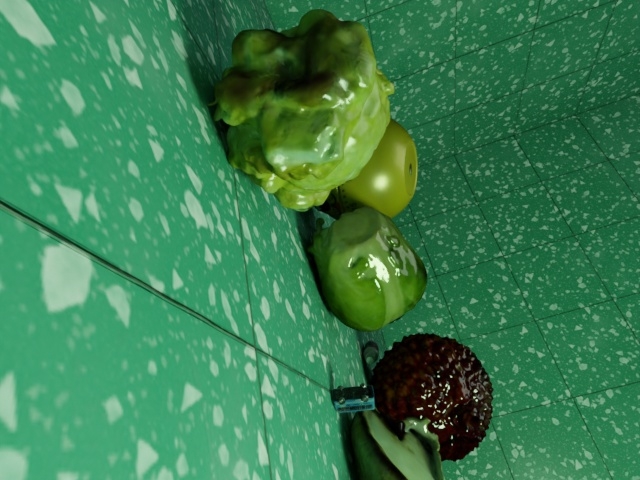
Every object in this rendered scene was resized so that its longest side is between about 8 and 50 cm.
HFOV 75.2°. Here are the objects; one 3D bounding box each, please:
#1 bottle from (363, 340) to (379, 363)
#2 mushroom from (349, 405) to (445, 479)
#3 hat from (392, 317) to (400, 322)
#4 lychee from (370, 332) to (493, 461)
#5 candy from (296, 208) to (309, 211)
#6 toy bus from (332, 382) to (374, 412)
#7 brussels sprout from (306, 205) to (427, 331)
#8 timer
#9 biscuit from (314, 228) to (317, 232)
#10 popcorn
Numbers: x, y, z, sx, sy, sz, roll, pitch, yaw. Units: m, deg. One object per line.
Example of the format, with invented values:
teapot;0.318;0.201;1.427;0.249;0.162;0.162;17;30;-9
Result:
bottle;0.187;0.422;1.549;0.217;0.060;0.060;9;63;-80
mushroom;0.136;0.478;0.871;0.218;0.211;0.292;29;20;6
hat;0.181;0.198;1.586;0.274;0.242;0.332;52;23;24
lychee;0.376;0.523;1.399;0.500;0.425;0.424;145;-71;-75
candy;-0.045;-0.113;1.114;0.093;0.092;0.335;36;-1;3
toy bus;0.067;0.321;0.840;0.038;0.084;0.045;-91;173;-66
brussels sprout;0.130;0.077;1.115;0.371;0.276;0.314;56;15;-62
timer;0.086;-0.207;1.254;0.376;0.387;0.375;-14;106;-61
biscuit;0.000;0.000;1.320;0.147;0.019;0.071;-63;135;-78
popcorn;-0.029;-0.220;0.704;0.312;0.313;0.311;-18;90;-82
